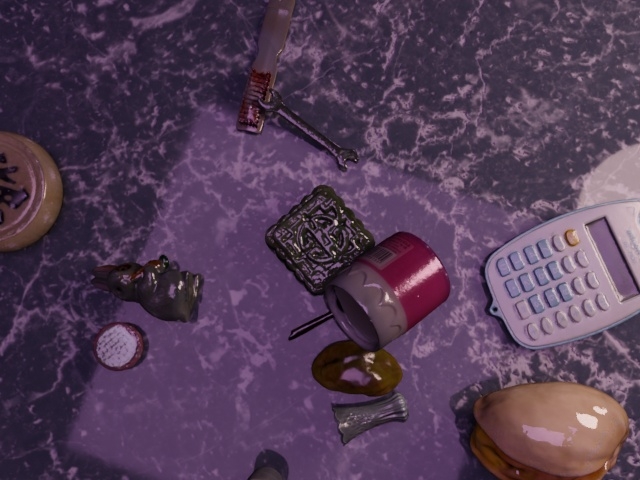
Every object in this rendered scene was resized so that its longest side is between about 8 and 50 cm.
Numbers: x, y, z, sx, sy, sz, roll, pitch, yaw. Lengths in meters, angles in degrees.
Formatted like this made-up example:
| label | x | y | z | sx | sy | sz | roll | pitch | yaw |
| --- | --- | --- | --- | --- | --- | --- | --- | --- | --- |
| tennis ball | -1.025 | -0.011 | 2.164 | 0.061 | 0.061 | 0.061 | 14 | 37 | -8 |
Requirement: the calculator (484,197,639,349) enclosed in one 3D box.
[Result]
| label | x | y | z | sx | sy | sz | roll | pitch | yaw |
| --- | --- | --- | --- | --- | --- | --- | --- | --- | --- |
| calculator | 0.535 | 0.075 | 1.490 | 0.386 | 0.054 | 0.256 | -23 | 84 | -2 |

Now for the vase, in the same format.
| label | x | y | z | sx | sy | sz | roll | pitch | yaw |
| --- | --- | --- | --- | --- | --- | --- | --- | --- | --- |
| vase | 0.105 | 0.360 | 1.440 | 0.149 | 0.081 | 0.081 | -15 | 83 | -7 |

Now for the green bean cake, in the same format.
| label | x | y | z | sx | sy | sz | roll | pitch | yaw |
| --- | --- | --- | --- | --- | --- | --- | --- | --- | --- |
| green bean cake | 0.000 | 0.000 | 1.479 | 0.183 | 0.094 | 0.185 | -40 | 90 | -6 |

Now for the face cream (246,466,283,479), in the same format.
| label | x | y | z | sx | sy | sz | roll | pitch | yaw |
| --- | --- | --- | --- | --- | --- | --- | --- | --- | --- |
| face cream | -0.107 | 0.485 | 1.357 | 0.084 | 0.198 | 0.057 | 36 | 84 | 5 |

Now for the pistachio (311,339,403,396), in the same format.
| label | x | y | z | sx | sy | sz | roll | pitch | yaw |
| --- | --- | --- | --- | --- | --- | --- | --- | --- | --- |
| pistachio | 0.077 | 0.259 | 1.437 | 0.189 | 0.100 | 0.110 | 8 | 86 | 2 |

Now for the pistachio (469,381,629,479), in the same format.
| label | x | y | z | sx | sy | sz | roll | pitch | yaw |
| --- | --- | --- | --- | --- | --- | --- | --- | --- | --- |
| pistachio | 0.452 | 0.377 | 1.380 | 0.309 | 0.230 | 0.229 | -1 | 83 | 5 |

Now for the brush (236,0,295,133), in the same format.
| label | x | y | z | sx | sy | sz | roll | pitch | yaw |
| --- | --- | --- | --- | --- | --- | --- | --- | --- | --- |
| brush | -0.122 | -0.395 | 1.548 | 0.060 | 0.050 | 0.321 | 13 | 82 | 5 |

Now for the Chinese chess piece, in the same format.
| label | x | y | z | sx | sy | sz | roll | pitch | yaw |
| --- | --- | --- | --- | --- | --- | --- | --- | --- | --- |
| Chinese chess piece | -0.674 | -0.102 | 1.477 | 0.257 | 0.104 | 0.257 | 0 | 83 | 0 |

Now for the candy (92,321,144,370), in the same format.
| label | x | y | z | sx | sy | sz | roll | pitch | yaw |
| --- | --- | --- | --- | --- | --- | --- | --- | --- | --- |
| candy | -0.421 | 0.221 | 1.467 | 0.103 | 0.043 | 0.103 | 0 | 81 | -2 |

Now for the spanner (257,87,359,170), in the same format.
| label | x | y | z | sx | sy | sz | roll | pitch | yaw |
| --- | --- | --- | --- | --- | --- | --- | --- | --- | --- |
| spanner | -0.025 | -0.239 | 1.521 | 0.254 | 0.015 | 0.054 | 36 | 78 | -6 |

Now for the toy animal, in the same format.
| label | x | y | z | sx | sy | sz | roll | pitch | yaw |
| --- | --- | --- | --- | --- | --- | --- | --- | --- | --- |
| toy animal | -0.371 | 0.096 | 1.451 | 0.236 | 0.108 | 0.138 | 2 | 83 | 0 |

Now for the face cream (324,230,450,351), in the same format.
| label | x | y | z | sx | sy | sz | roll | pitch | yaw |
| --- | --- | --- | --- | --- | --- | --- | --- | --- | --- |
| face cream | 0.132 | 0.101 | 1.400 | 0.195 | 0.175 | 0.175 | -34 | 84 | -21 |

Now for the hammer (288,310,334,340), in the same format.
| label | x | y | z | sx | sy | sz | roll | pitch | yaw |
| --- | --- | --- | --- | --- | --- | --- | --- | --- | --- |
| hammer | 0.007 | 0.160 | 1.492 | 0.178 | 0.021 | 0.065 | -29 | 83 | -1 |
